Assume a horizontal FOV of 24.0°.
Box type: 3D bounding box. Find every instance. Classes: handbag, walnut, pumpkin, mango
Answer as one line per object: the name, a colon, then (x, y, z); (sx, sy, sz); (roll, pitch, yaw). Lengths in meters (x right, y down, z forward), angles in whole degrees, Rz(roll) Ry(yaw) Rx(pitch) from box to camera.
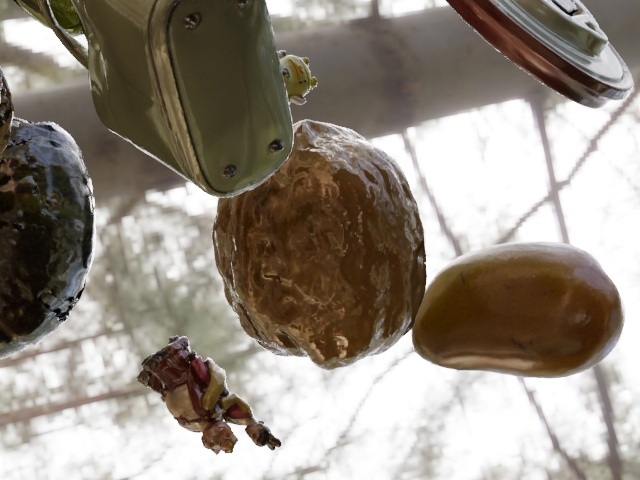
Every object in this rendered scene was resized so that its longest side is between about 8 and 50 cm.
handbag: (-0.150, -0.176, 1.299); (0.315, 0.109, 0.241); (35, -37, 50)
walnut: (-0.003, 0.001, 2.100); (0.306, 0.306, 0.343); (16, -65, 62)
pumpkin: (-0.422, -0.007, 1.793); (0.192, 0.321, 0.320); (1, 75, -83)
mango: (-0.369, -0.343, 2.045); (0.165, 0.091, 0.074); (41, -2, -1)
mango: (0.289, 0.105, 2.224); (0.173, 0.317, 0.211); (63, 23, -65)

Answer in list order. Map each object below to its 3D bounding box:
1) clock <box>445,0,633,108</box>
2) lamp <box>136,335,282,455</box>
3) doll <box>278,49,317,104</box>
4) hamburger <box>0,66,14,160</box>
clock: (0.259, -0.285, 1.840); (0.080, 0.318, 0.318); (-51, -131, 21)
lamp: (-0.183, 0.271, 2.443); (0.253, 0.118, 0.118); (47, -32, 8)
doll: (-0.085, -0.277, 2.619); (0.062, 0.163, 0.106); (-42, -112, 57)
hamburger: (-0.410, -0.137, 1.448); (0.107, 0.231, 0.231); (94, -26, -63)
